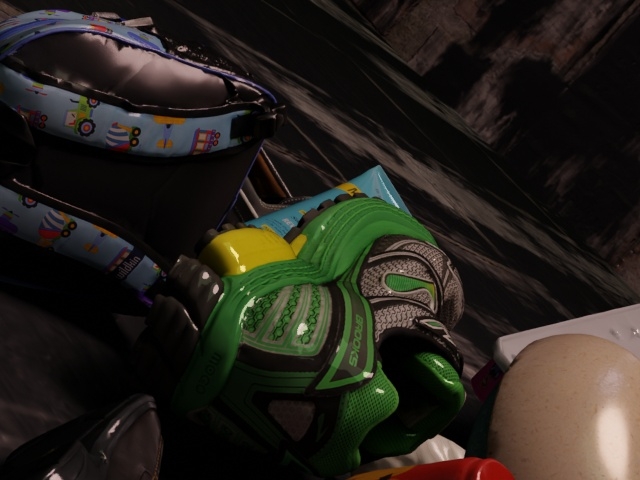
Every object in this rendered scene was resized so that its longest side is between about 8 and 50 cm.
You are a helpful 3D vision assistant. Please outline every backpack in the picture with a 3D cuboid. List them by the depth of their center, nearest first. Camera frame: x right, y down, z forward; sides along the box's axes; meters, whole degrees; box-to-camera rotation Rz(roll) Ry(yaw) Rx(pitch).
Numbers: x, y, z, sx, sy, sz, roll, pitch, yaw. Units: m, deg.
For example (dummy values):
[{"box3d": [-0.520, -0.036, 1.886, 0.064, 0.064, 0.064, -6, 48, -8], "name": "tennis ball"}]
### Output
[{"box3d": [-0.132, -0.050, 0.889, 0.173, 0.158, 0.117, 16, 18, -40], "name": "backpack"}]

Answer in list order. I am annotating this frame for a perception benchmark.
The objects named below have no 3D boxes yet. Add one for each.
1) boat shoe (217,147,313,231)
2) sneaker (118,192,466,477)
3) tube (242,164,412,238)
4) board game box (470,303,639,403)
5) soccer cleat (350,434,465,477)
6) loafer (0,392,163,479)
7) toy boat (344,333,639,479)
[{"box3d": [-0.020, 0.005, 1.224, 0.233, 0.079, 0.084, 48, 11, 21], "name": "boat shoe"}, {"box3d": [0.018, 0.069, 0.958, 0.146, 0.134, 0.343, 33, 17, 14], "name": "sneaker"}, {"box3d": [0.000, 0.000, 1.170, 0.207, 0.052, 0.080, -19, 80, -50], "name": "tube"}, {"box3d": [0.332, 0.222, 1.341, 0.390, 0.050, 0.390, 53, 29, 19], "name": "board game box"}, {"box3d": [0.091, 0.182, 0.970, 0.196, 0.068, 0.076, 45, 15, 3], "name": "soccer cleat"}, {"box3d": [-0.095, 0.107, 0.673, 0.061, 0.062, 0.170, 63, 14, -5], "name": "loafer"}, {"box3d": [0.089, 0.162, 0.799, 0.318, 0.148, 0.267, 25, 52, -48], "name": "toy boat"}]
